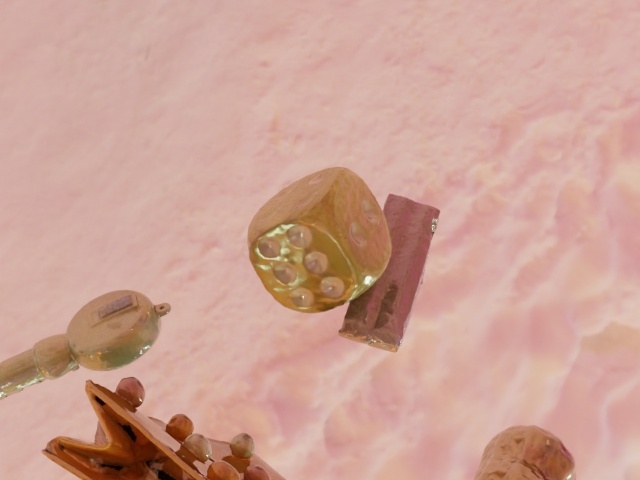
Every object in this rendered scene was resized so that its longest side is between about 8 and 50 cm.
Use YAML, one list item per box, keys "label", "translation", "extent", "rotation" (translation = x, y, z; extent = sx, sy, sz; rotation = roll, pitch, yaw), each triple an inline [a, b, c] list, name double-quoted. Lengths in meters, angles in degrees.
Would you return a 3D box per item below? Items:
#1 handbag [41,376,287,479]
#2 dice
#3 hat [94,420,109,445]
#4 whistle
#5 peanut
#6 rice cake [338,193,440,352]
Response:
- label: "handbag"
  translation: [-0.123, 0.316, 1.204]
  extent: [0.133, 0.283, 0.401]
  rotation: [-57, 144, -7]
- label: "dice"
  translation: [0.000, 0.000, 1.504]
  extent: [0.169, 0.166, 0.169]
  rotation: [57, 33, -18]
- label: "hat"
  translation: [-0.300, 0.291, 1.411]
  extent: [0.058, 0.042, 0.087]
  rotation: [-3, 102, -20]
- label: "whistle"
  translation: [-0.318, 0.135, 1.263]
  extent: [0.258, 0.126, 0.067]
  rotation: [-25, 123, -5]
- label: "peanut"
  translation: [0.301, 0.364, 1.421]
  extent: [0.313, 0.152, 0.152]
  rotation: [-27, 127, -66]
- label: "rice cake"
  translation: [0.122, 0.049, 1.610]
  extent: [0.050, 0.106, 0.298]
  rotation: [94, 15, -53]
